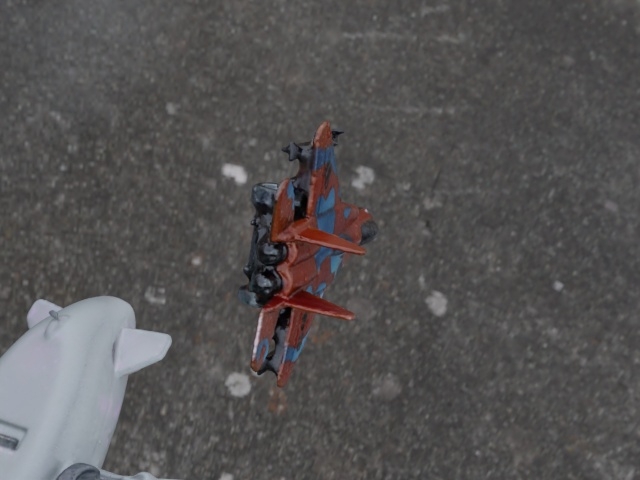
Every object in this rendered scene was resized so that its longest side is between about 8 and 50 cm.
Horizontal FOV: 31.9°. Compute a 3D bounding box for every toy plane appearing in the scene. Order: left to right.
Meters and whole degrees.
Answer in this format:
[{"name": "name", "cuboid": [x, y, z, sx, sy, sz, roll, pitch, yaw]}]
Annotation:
[{"name": "toy plane", "cuboid": [-0.196, 0.146, 0.774, 0.252, 0.118, 0.252, -9, 53, 12]}, {"name": "toy plane", "cuboid": [-0.004, -0.001, 0.566, 0.061, 0.130, 0.189, 9, 12, 5]}]
